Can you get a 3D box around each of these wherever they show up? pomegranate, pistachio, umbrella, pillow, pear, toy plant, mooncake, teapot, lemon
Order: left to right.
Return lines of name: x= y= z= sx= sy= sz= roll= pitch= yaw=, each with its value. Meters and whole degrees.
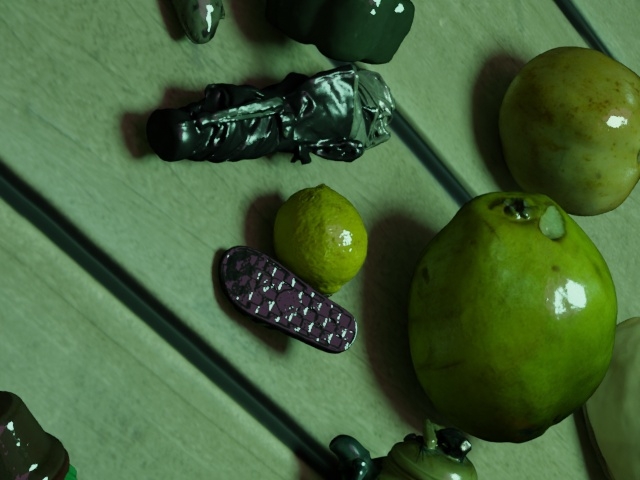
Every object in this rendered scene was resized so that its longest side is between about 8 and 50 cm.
toy plant: x=-0.278 y=0.235 z=1.418 sx=0.143 sy=0.105 sz=0.200 roll=-58 pitch=142 yaw=-54
pillow: x=-0.149 y=-0.340 z=1.716 sx=0.093 sy=0.051 sz=0.241 roll=-25 pitch=98 yaw=-47
umbrella: x=-0.044 y=-0.134 z=1.746 sx=0.357 sy=0.106 sz=0.113 roll=-12 pitch=96 yaw=-48
lemon: x=0.000 y=0.000 z=1.762 sx=0.109 sy=0.109 sz=0.133 roll=1 pitch=81 yaw=-48
mooncake: x=0.022 y=-0.273 z=1.807 sx=0.168 sy=0.175 sz=0.104 roll=14 pitch=106 yaw=-8
teapot: x=0.126 y=0.299 z=1.757 sx=0.269 sy=0.173 sz=0.182 roll=23 pitch=100 yaw=-5
pear: x=0.233 y=0.096 z=1.899 sx=0.269 sy=0.269 sz=0.321 roll=-42 pitch=130 yaw=-44
pomegranate: x=0.356 y=-0.153 z=2.104 sx=0.233 sy=0.233 sz=0.233 roll=13 pitch=72 yaw=-46
pistachio: x=0.488 y=0.257 z=2.179 sx=0.230 sy=0.230 sz=0.309 roll=-14 pitch=97 yaw=-48

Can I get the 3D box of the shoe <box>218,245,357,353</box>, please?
shoe: x=-0.044 y=0.074 z=1.740 sx=0.179 sy=0.049 sz=0.071 roll=31 pitch=69 yaw=-14
